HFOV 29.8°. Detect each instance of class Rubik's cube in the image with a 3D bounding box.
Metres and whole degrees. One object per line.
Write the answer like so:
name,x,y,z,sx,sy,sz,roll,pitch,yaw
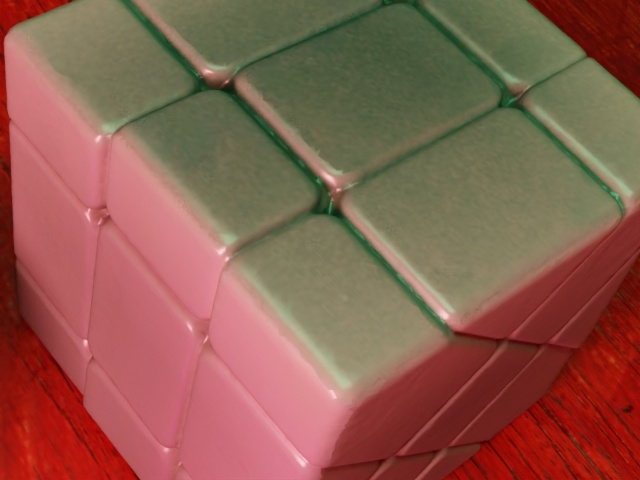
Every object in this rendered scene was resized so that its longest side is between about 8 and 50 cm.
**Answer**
Rubik's cube,0.000,0.000,0.832,0.322,0.319,0.316,-32,66,-31
